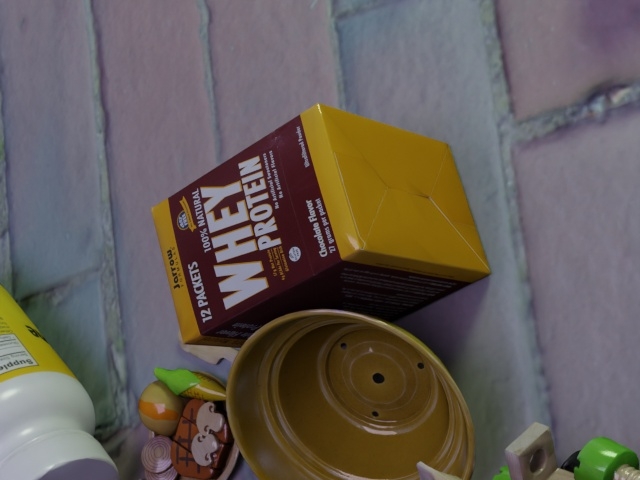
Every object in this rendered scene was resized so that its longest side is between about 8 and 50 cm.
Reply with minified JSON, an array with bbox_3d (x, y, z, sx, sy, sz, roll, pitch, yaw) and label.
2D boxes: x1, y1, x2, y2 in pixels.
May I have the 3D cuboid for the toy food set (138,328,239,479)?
[{"bbox_3d":[-0.133,0.189,1.283,0.132,0.039,0.192,18,95,38],"label":"toy food set"}]

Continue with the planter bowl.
[{"bbox_3d":[0.037,0.135,1.103,0.217,0.090,0.217,10,118,19],"label":"planter bowl"}]

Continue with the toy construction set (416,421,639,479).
[{"bbox_3d":[0.160,0.220,0.899,0.237,0.309,0.257,26,74,48],"label":"toy construction set"}]

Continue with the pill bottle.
[{"bbox_3d":[-0.356,0.170,1.365,0.334,0.188,0.188,44,110,33],"label":"pill bottle"}]

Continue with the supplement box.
[{"bbox_3d":[0.000,0.000,1.110,0.194,0.191,0.129,-29,66,32],"label":"supplement box"}]
